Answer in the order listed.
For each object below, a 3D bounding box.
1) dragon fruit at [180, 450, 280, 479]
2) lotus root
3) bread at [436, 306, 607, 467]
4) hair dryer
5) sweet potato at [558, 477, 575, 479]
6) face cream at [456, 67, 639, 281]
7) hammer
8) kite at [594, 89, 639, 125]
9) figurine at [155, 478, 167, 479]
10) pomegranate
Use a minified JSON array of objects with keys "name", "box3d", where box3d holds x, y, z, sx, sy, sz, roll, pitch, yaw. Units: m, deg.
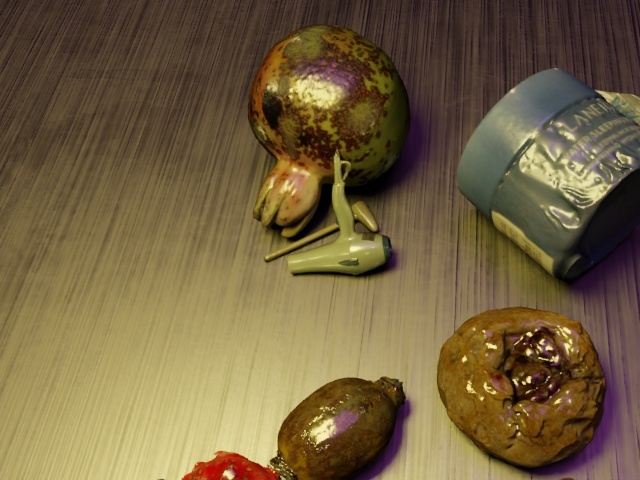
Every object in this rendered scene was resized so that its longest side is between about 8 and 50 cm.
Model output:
[{"name":"dragon fruit","box3d":[-0.120,0.329,0.987,0.153,0.111,0.153,-1,56,1]},{"name":"lotus root","box3d":[0.029,0.248,1.029,0.209,0.120,0.120,-33,57,-16]},{"name":"bread","box3d":[0.274,0.184,1.045,0.230,0.123,0.230,-3,51,4]},{"name":"hair dryer","box3d":[0.003,-0.024,1.200,0.167,0.199,0.067,-24,21,15]},{"name":"sweet potato","box3d":[0.267,0.411,0.904,0.097,0.097,0.292,23,51,21]},{"name":"face cream","box3d":[0.367,-0.095,1.160,0.249,0.249,0.225,-34,60,-18]},{"name":"hammer","box3d":[0.000,0.000,1.271,0.195,0.028,0.060,-26,62,-9]},{"name":"kite","box3d":[0.565,-0.209,1.368,0.310,0.015,0.169,3,54,11]},{"name":"figurine","box3d":[-0.267,0.404,0.920,0.262,0.121,0.164,-21,87,7]},{"name":"pomegranate","box3d":[-0.011,-0.169,1.262,0.285,0.285,0.341,24,83,21]}]
